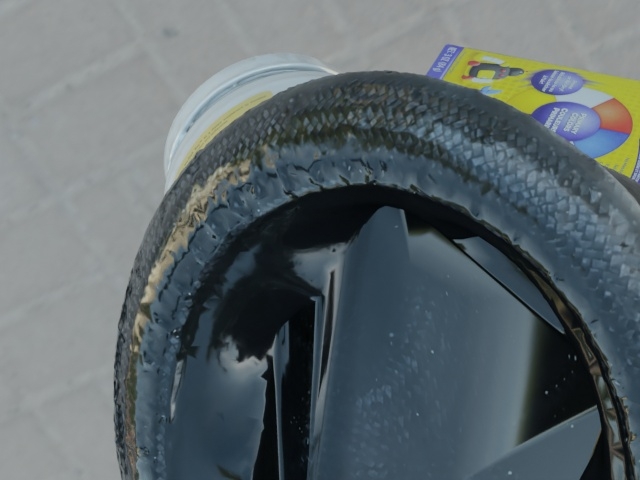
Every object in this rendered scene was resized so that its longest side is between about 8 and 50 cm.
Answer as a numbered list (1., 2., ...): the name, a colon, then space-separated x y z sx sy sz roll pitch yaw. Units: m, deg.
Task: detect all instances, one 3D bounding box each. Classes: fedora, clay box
1. fedora: 0.065 0.079 0.822 0.334 0.152 0.334 14 114 35
2. clay box: 0.160 -0.051 1.202 0.222 0.127 0.053 12 130 19

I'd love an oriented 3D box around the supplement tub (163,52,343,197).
1. supplement tub: 0.000 0.000 1.701 0.241 0.331 0.241 -9 124 -14
